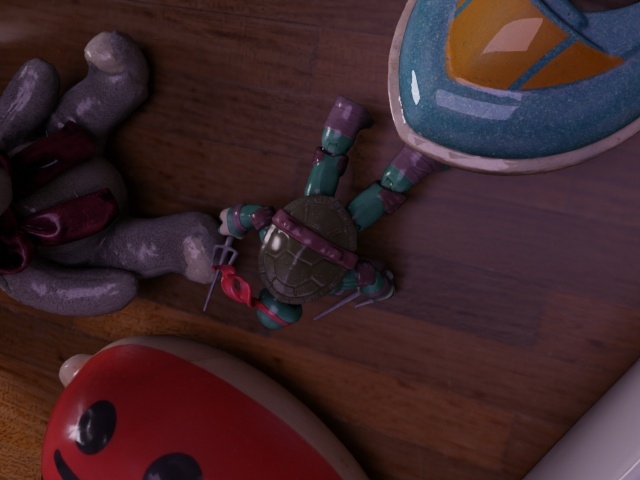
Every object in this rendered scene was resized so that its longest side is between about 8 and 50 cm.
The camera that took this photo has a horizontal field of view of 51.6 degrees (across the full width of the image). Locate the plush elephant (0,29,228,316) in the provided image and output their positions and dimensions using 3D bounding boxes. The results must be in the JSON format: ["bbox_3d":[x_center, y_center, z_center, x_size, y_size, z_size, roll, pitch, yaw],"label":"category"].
[{"bbox_3d":[-0.306,-0.034,0.624,0.330,0.255,0.272,-17,92,23],"label":"plush elephant"}]

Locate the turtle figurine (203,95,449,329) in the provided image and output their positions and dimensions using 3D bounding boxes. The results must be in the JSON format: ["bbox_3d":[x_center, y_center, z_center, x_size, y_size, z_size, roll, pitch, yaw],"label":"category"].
[{"bbox_3d":[0.000,0.000,0.585,0.175,0.118,0.234,33,95,-7],"label":"turtle figurine"}]

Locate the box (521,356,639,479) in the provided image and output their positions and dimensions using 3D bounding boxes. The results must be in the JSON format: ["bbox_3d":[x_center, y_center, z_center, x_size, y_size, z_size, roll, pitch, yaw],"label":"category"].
[{"bbox_3d":[0.314,0.183,0.467,0.215,0.168,0.345,39,109,11],"label":"box"}]

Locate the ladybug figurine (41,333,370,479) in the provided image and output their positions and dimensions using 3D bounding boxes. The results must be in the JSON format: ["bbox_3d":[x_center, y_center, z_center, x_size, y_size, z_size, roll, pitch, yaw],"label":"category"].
[{"bbox_3d":[-0.115,0.283,0.652,0.449,0.162,0.305,39,110,11],"label":"ladybug figurine"}]

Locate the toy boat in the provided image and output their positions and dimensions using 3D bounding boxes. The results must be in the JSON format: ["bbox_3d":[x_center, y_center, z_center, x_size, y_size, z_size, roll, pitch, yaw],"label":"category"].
[{"bbox_3d":[0.124,-0.202,0.469,0.267,0.148,0.318,-40,75,1],"label":"toy boat"}]
